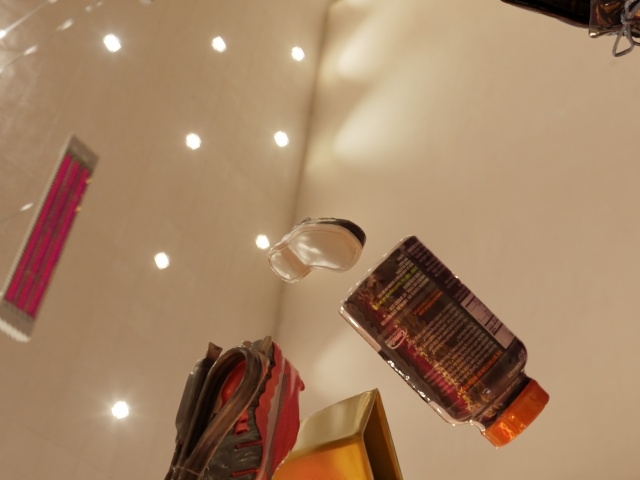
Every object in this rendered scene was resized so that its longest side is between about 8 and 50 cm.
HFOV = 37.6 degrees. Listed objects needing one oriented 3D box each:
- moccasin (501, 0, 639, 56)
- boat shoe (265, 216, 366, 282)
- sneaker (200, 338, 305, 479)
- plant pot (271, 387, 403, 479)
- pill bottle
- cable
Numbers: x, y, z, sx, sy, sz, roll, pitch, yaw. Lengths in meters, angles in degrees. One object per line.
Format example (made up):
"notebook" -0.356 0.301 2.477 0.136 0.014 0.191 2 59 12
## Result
"moccasin" 0.407 -0.329 1.335 0.117 0.342 0.137 -45 -42 -35
"boat shoe" 0.000 0.000 1.701 0.091 0.302 0.114 -46 -73 -28
"sneaker" -0.083 0.309 1.425 0.136 0.116 0.314 43 -133 -37
"plant pot" 0.024 0.403 1.616 0.212 0.187 0.212 -52 -53 -74
"pill bottle" 0.146 0.121 1.078 0.245 0.130 0.130 46 -149 7
"cable" -0.116 0.221 0.969 0.072 0.139 0.287 31 -122 -30
